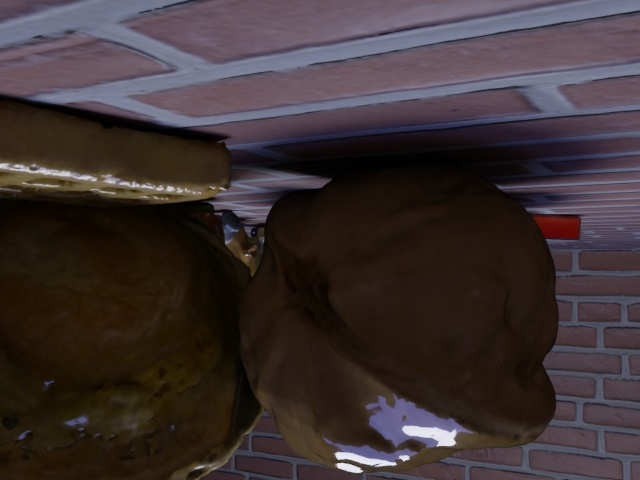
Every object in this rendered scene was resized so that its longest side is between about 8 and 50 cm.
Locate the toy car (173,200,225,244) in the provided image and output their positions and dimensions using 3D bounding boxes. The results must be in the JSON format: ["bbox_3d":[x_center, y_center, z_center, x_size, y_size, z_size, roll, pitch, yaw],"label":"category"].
[{"bbox_3d":[-0.266,0.021,1.065,0.234,0.145,0.235,2,-171,0],"label":"toy car"}]

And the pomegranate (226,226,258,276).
[{"bbox_3d":[-0.217,0.040,1.492,0.196,0.196,0.196,1,177,0],"label":"pomegranate"}]

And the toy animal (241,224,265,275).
[{"bbox_3d":[-0.140,0.042,1.657,0.121,0.233,0.169,-3,142,18],"label":"toy animal"}]

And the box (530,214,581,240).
[{"bbox_3d":[0.426,-0.020,1.430,0.122,0.050,0.229,3,177,-6],"label":"box"}]

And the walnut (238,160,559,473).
[{"bbox_3d":[0.091,0.090,0.782,0.383,0.384,0.383,1,177,0],"label":"walnut"}]

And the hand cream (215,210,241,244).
[{"bbox_3d":[-0.263,0.028,1.371,0.276,0.059,0.095,-34,-165,29],"label":"hand cream"}]

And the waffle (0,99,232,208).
[{"bbox_3d":[-0.238,-0.066,0.621,0.247,0.055,0.221,4,176,-44],"label":"waffle"}]

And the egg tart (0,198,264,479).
[{"bbox_3d":[-0.253,0.075,0.786,0.442,0.443,0.178,2,142,-22],"label":"egg tart"}]
